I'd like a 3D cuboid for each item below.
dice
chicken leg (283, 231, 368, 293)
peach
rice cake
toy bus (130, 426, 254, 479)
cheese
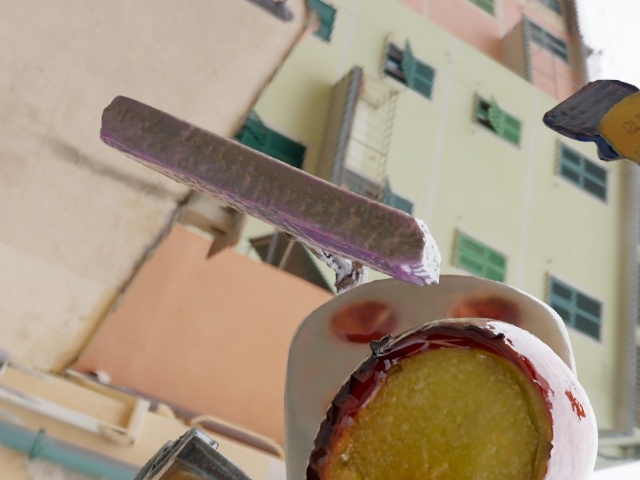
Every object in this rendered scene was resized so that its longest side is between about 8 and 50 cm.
[{"bbox_3d":[0.124,0.236,1.076,0.277,0.304,0.304,-86,172,-46],"label":"dice"},{"bbox_3d":[0.000,0.000,1.785,0.093,0.304,0.113,16,-121,45],"label":"chicken leg"},{"bbox_3d":[0.088,0.154,0.655,0.226,0.196,0.190,96,-3,-50],"label":"peach"},{"bbox_3d":[-0.028,-0.028,0.512,0.036,0.206,0.047,-65,163,1],"label":"rice cake"},{"bbox_3d":[-0.102,0.232,0.652,0.167,0.138,0.275,-47,-179,-23],"label":"toy bus"},{"bbox_3d":[0.261,-0.057,0.628,0.156,0.064,0.250,-32,-139,-21],"label":"cheese"}]
